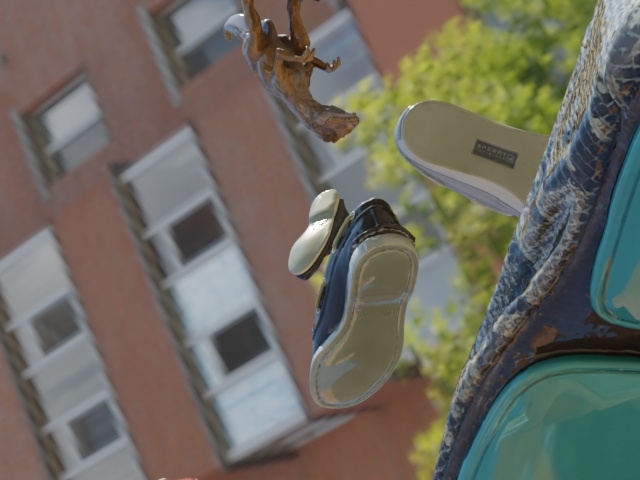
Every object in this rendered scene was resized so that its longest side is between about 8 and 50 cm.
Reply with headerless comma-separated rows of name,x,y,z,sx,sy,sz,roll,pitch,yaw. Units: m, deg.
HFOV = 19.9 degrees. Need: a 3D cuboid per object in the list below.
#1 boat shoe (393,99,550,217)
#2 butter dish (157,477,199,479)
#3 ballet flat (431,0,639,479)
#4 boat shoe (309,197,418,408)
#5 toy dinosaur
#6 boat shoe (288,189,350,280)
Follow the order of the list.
boat shoe,0.171,-0.064,1.657,0.227,0.081,0.079,24,-96,-6
butter dish,-0.193,0.318,1.823,0.118,0.160,0.160,67,-164,1
ballet flat,0.165,0.018,0.989,0.164,0.483,0.182,7,-136,-6
boat shoe,0.036,0.061,1.650,0.081,0.228,0.069,1,-135,-18
toy dinosaur,-0.042,-0.149,1.379,0.064,0.112,0.211,-8,-142,-27
boat shoe,0.002,0.000,2.067,0.042,0.049,0.133,56,-143,-29
